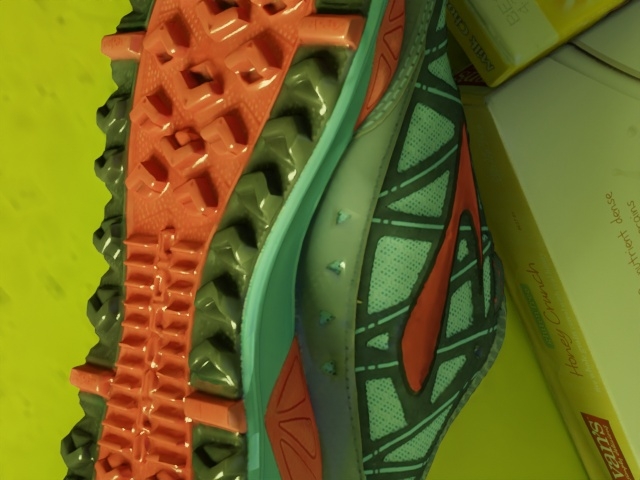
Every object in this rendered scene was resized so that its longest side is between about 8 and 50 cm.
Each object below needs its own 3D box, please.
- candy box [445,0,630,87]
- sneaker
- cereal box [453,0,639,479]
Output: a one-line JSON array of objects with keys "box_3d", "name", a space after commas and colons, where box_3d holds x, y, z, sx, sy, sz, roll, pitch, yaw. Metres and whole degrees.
[{"box_3d": [0.107, -0.144, 0.502, 0.206, 0.027, 0.105, -33, 88, -19], "name": "candy box"}, {"box_3d": [0.000, 0.000, 0.465, 0.125, 0.104, 0.261, 6, 99, -45], "name": "sneaker"}, {"box_3d": [0.170, -0.035, 0.558, 0.240, 0.047, 0.173, -34, 111, -19], "name": "cereal box"}]
